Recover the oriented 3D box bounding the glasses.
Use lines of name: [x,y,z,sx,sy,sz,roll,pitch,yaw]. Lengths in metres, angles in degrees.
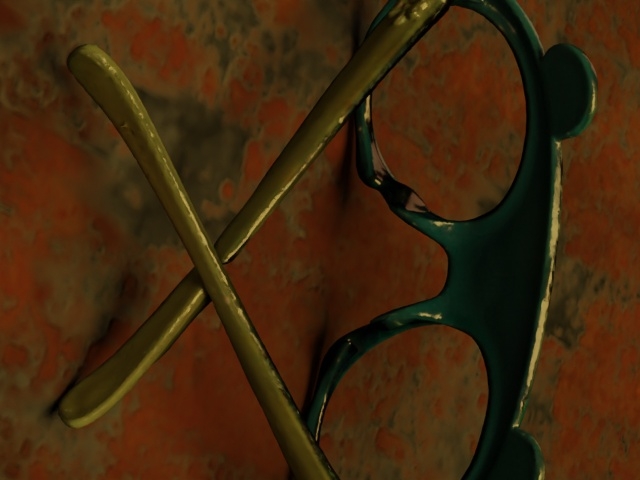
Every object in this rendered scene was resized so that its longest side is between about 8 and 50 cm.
glasses: [-0.014,-0.001,0.748,0.207,0.102,0.239,12,87,-21]
